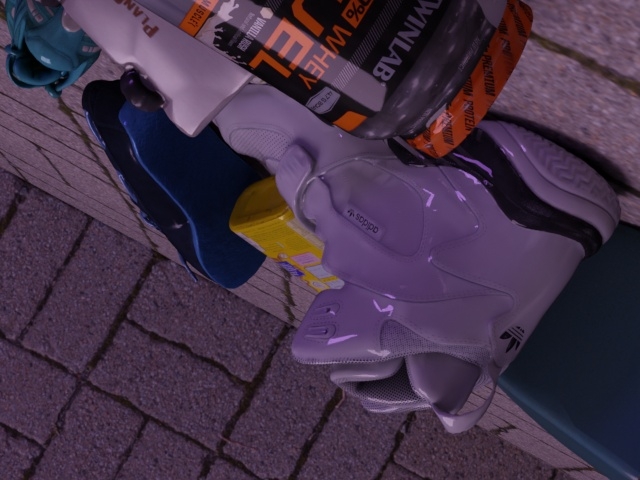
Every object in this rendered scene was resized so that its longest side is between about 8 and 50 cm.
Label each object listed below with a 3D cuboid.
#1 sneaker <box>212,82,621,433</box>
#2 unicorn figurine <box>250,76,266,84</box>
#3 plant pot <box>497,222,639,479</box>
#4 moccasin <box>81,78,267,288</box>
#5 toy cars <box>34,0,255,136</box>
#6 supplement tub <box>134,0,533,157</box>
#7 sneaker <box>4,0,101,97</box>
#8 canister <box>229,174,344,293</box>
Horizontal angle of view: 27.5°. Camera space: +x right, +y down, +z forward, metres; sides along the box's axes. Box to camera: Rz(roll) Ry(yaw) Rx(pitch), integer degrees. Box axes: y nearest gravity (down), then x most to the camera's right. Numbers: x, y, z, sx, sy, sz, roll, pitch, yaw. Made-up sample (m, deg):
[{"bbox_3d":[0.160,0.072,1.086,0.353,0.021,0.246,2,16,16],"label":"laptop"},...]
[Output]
[{"bbox_3d":[0.020,-0.005,0.964,0.365,0.210,0.137,22,168,37],"label":"sneaker"},{"bbox_3d":[-0.080,-0.147,0.965,0.162,0.060,0.111,28,166,30],"label":"unicorn figurine"},{"bbox_3d":[0.210,0.075,1.022,0.234,0.165,0.166,32,174,32],"label":"plant pot"},{"bbox_3d":[-0.148,-0.074,1.434,0.117,0.138,0.342,28,158,31],"label":"moccasin"},{"bbox_3d":[-0.212,-0.187,0.882,0.393,0.176,0.087,11,-151,14],"label":"toy cars"},{"bbox_3d":[0.003,-0.128,0.651,0.190,0.117,0.117,30,171,-11],"label":"supplement tub"},{"bbox_3d":[-0.229,-0.177,1.093,0.107,0.110,0.275,31,171,-16],"label":"sneaker"},{"bbox_3d":[0.000,0.000,1.416,0.170,0.073,0.126,37,149,-29],"label":"canister"}]
